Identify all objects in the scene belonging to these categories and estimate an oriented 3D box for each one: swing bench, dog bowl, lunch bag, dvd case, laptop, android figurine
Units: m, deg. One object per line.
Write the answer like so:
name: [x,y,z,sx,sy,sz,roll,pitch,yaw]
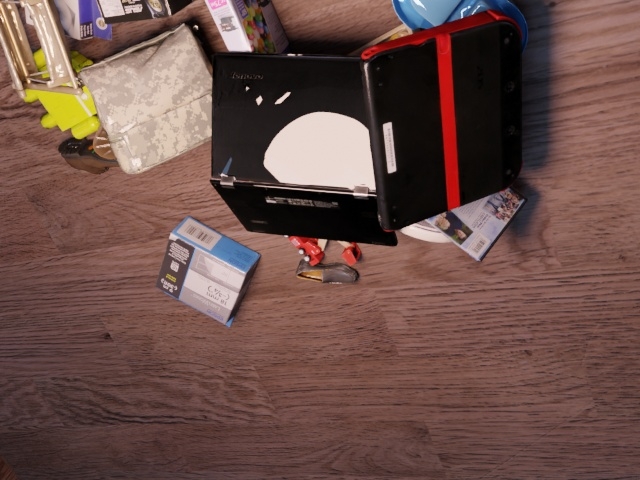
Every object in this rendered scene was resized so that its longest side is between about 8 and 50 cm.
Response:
swing bench: [-0.664,-0.483,1.742,0.254,0.165,0.253,2,122,21]
dog bowl: [0.285,-0.464,1.487,0.297,0.074,0.166,37,129,-5]
lunch bag: [-0.377,-0.334,1.711,0.305,0.212,0.256,-25,115,-8]
dvd case: [0.311,-0.098,1.647,0.253,0.022,0.180,38,87,0]
laptop: [-0.024,-0.187,1.624,0.381,0.236,0.408,6,157,17]
android figurine: [-0.668,-0.392,1.945,0.272,0.056,0.248,-16,116,32]

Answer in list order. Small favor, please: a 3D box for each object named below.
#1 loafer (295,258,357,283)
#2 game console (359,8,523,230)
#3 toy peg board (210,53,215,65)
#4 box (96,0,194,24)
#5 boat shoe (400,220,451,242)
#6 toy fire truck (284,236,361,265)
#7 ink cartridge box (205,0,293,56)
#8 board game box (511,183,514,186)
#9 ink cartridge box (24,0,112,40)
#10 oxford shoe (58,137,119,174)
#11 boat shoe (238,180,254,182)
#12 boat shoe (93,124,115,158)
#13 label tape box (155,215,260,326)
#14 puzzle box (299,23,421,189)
loafer: [0.015,0.096,1.998,0.170,0.061,0.062,6,124,18]
game console: [0.248,-0.231,1.453,0.342,0.060,0.387,-19,123,-14]
toy peg board: [-0.182,-0.353,1.736,0.079,0.160,0.161,-21,122,-15]
box: [-0.387,-0.552,1.656,0.180,0.147,0.078,0,123,21]
boat shoe: [0.183,-0.131,1.704,0.340,0.127,0.158,27,127,18]
toy fire truck: [0.000,0.000,1.946,0.135,0.047,0.192,-31,107,35]
ink cartridge box: [-0.144,-0.451,1.601,0.065,0.186,0.311,-9,120,25]
board game box: [0.338,-0.108,1.738,0.136,0.035,0.201,38,129,-6]
ink cartridge box: [-0.615,-0.604,1.778,0.224,0.045,0.223,17,128,10]
oxford shoe: [-0.598,-0.227,2.027,0.227,0.083,0.096,8,144,18]
boat shoe: [-0.202,-0.150,1.917,0.063,0.059,0.170,6,125,19]
boat shoe: [-0.478,-0.347,1.861,0.109,0.098,0.302,27,112,-24]
label tape box: [-0.342,0.125,2.138,0.240,0.106,0.334,28,129,3]
puzzle box: [0.082,-0.269,1.647,0.409,0.052,0.272,-23,86,33]
